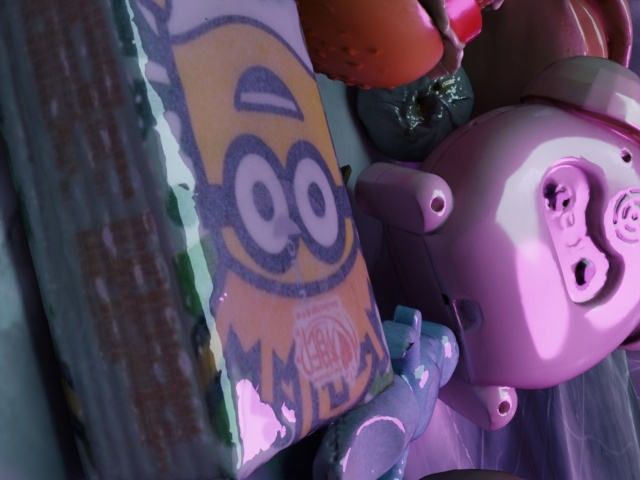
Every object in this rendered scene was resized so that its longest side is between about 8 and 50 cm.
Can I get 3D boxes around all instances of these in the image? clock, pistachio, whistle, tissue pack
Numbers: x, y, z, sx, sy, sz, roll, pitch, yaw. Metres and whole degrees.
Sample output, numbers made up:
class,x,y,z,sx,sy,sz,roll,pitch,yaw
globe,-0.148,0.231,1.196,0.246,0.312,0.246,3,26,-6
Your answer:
class,x,y,z,sx,sy,sz,roll,pitch,yaw
clock,0.239,-0.001,0.957,0.184,0.325,0.342,26,-43,61
pistachio,0.248,-0.239,1.166,0.281,0.365,0.445,-36,101,-21
whistle,0.055,0.139,0.788,0.274,0.093,0.186,-45,142,-59
tissue pack,-0.073,-0.022,0.563,0.228,0.128,0.311,-11,84,-64

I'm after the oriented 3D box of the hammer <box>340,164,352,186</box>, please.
class,x,y,z,sx,sy,sz,roll,pitch,yaw
hammer,0.000,0.000,0.836,0.058,0.029,0.292,64,24,-24

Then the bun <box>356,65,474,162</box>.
class,x,y,z,sx,sy,sz,roll,pitch,yaw
bun,0.113,-0.159,1.030,0.083,0.140,0.141,-120,-173,-77

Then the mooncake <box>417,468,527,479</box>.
class,x,y,z,sx,sy,sz,roll,pitch,yaw
mooncake,0.145,0.339,0.787,0.275,0.135,0.275,-8,90,-66

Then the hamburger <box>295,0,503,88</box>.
class,x,y,z,sx,sy,sz,roll,pitch,yaw
hamburger,0.033,-0.253,0.782,0.274,0.212,0.274,38,-5,4
